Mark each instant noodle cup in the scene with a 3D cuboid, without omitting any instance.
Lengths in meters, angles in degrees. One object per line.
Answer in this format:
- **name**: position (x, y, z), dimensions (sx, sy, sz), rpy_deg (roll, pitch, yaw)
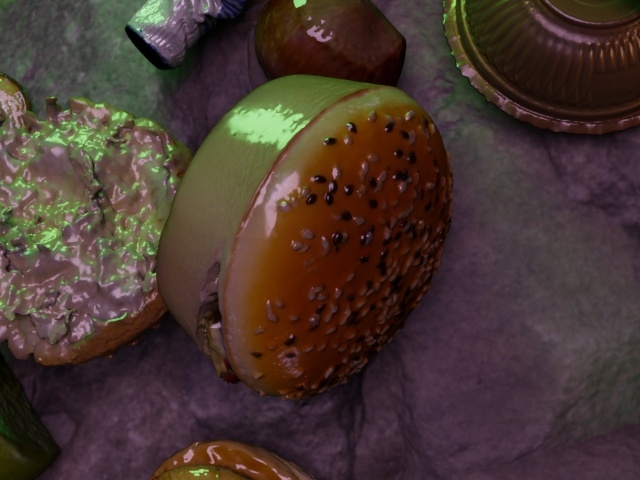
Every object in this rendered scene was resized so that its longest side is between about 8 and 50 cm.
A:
- **instant noodle cup**: position (0.255, -0.241, 0.998), dimensions (0.273, 0.091, 0.274), rpy_deg (-1, 72, 2)

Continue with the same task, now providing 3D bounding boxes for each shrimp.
- **shrimp**: position (-0.390, -0.105, 1.105), dimensions (0.178, 0.034, 0.124), rpy_deg (-25, 83, -3)

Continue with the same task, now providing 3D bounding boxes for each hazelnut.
- **hazelnut**: position (0.005, -0.187, 1.022), dimensions (0.154, 0.143, 0.143), rpy_deg (44, 87, -3)

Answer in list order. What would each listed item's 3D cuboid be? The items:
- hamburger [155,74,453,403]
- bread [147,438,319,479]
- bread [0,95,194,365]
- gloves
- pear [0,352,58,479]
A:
- **hamburger**: position (0.000, 0.000, 0.909), dimensions (0.176, 0.300, 0.300), rpy_deg (32, 84, 28)
- **bread**: position (-0.096, 0.301, 0.936), dimensions (0.198, 0.120, 0.236), rpy_deg (21, 80, 19)
- **bread**: position (-0.237, -0.006, 0.996), dimensions (0.274, 0.149, 0.274), rpy_deg (-1, 71, 3)
- **gloves**: position (-0.114, -0.280, 1.074), dimensions (0.229, 0.097, 0.119), rpy_deg (-58, 33, 2)
- **pear**: position (-0.407, 0.127, 0.933), dimensions (0.176, 0.282, 0.286), rpy_deg (-35, 77, -6)
